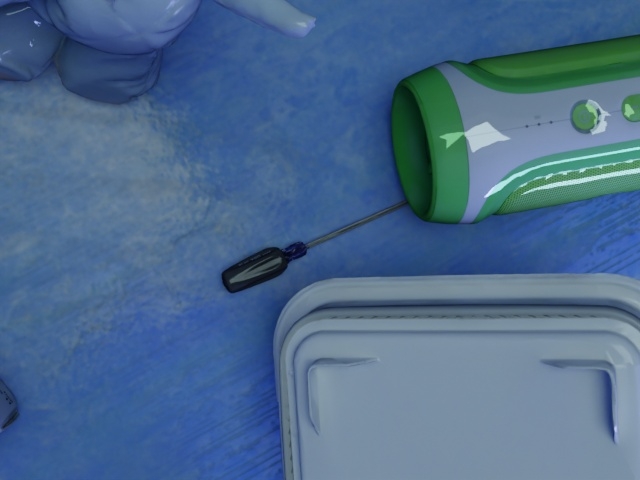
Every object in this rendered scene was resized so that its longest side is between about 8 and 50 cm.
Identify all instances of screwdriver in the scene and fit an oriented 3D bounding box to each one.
[{"bbox_3d":[0.000,0.000,0.792,0.169,0.025,0.024,-24,93,-17],"label":"screwdriver"}]

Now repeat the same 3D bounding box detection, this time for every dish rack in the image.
[{"bbox_3d":[0.101,0.192,0.672,0.285,0.072,0.333,-2,97,16],"label":"dish rack"}]

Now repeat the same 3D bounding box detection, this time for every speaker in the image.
[{"bbox_3d":[0.210,-0.092,0.768,0.296,0.131,0.131,-10,92,-9],"label":"speaker"}]

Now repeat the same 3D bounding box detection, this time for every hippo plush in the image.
[{"bbox_3d":[-0.162,-0.241,0.645,0.234,0.294,0.237,13,79,-31],"label":"hippo plush"}]

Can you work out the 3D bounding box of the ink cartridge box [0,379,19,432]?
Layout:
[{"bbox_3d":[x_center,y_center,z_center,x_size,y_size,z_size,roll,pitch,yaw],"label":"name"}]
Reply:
[{"bbox_3d":[-0.341,0.129,0.695,0.208,0.087,0.153,-38,95,-8],"label":"ink cartridge box"}]
